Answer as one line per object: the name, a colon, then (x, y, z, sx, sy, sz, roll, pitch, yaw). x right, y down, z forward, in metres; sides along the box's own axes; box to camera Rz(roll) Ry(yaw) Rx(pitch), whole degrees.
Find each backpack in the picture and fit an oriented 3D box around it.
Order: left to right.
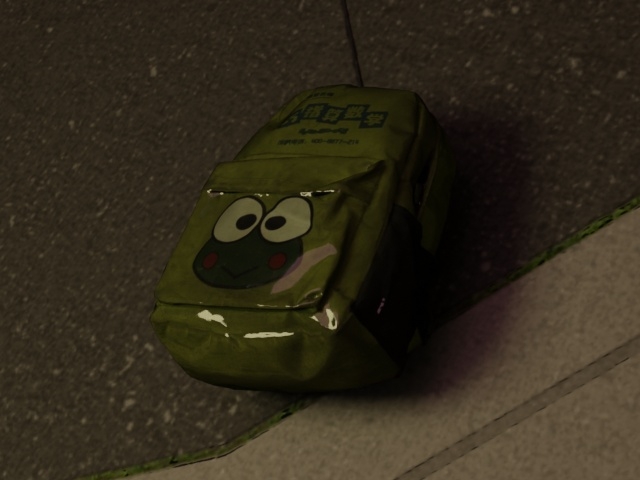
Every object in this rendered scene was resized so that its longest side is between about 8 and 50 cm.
backpack: (0.000, 0.000, 1.315, 0.207, 0.140, 0.253, 1, 52, 34)
